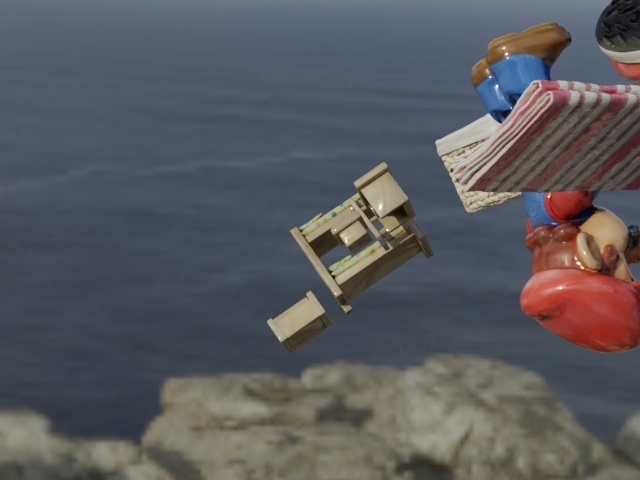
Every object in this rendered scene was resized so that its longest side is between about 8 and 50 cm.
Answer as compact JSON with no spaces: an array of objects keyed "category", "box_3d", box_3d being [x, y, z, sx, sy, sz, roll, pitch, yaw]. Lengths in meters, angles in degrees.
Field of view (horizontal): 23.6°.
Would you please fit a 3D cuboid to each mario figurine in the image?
[{"category":"mario figurine","box_3d":[0.262,-0.047,1.503,0.170,0.320,0.198,-20,-11,23]}]

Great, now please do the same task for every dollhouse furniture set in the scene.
[{"category":"dollhouse furniture set","box_3d":[0.000,0.000,1.532,0.182,0.101,0.161,-34,-25,-2]}]

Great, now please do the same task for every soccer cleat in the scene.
[{"category":"soccer cleat","box_3d":[0.450,-0.206,1.605,0.318,0.108,0.116,4,-27,36]}]

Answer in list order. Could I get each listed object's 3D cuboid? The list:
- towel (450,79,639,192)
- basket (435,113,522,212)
[{"category":"towel","box_3d":[0.218,-0.084,1.210,0.197,0.029,0.144,-1,-26,-28]},{"category":"basket","box_3d":[0.230,-0.102,1.841,0.113,0.103,0.167,-19,-2,-20]}]
